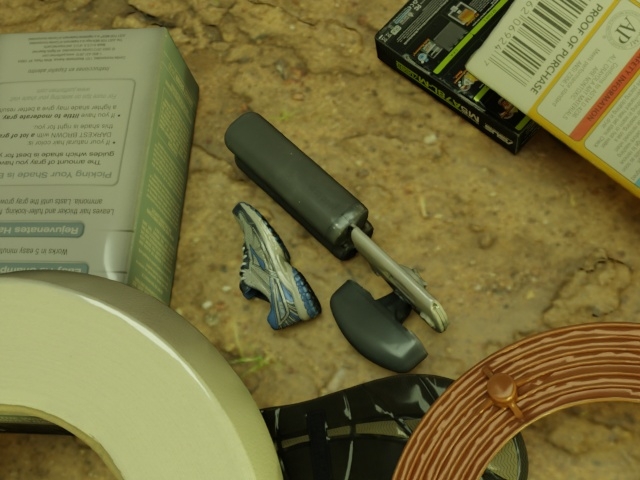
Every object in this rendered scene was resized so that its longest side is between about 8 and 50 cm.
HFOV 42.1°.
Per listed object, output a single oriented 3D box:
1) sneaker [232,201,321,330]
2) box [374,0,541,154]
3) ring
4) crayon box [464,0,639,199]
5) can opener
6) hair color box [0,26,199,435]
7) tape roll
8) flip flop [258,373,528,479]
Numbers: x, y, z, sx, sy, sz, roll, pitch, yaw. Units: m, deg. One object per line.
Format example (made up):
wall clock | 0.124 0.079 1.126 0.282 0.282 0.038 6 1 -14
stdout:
sneaker | -0.056 0.024 0.770 0.058 0.052 0.135 -32 66 1
box | 0.182 -0.208 0.823 0.184 0.045 0.191 39 79 19
ring | 0.200 0.209 0.541 0.336 0.032 0.337 -7 64 14
crayon box | 0.310 -0.128 0.677 0.323 0.083 0.203 40 111 10
can opener | 0.000 0.000 0.755 0.095 0.076 0.283 -44 66 -9
hair color box | -0.238 -0.012 0.784 0.185 0.114 0.375 0 68 10
tape roll | -0.218 0.215 0.628 0.391 0.072 0.393 1 93 11
flip flop | 0.031 0.179 0.682 0.276 0.080 0.112 -14 65 22
